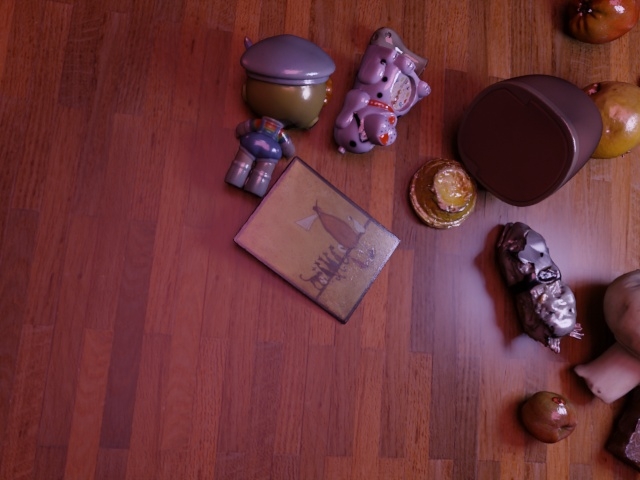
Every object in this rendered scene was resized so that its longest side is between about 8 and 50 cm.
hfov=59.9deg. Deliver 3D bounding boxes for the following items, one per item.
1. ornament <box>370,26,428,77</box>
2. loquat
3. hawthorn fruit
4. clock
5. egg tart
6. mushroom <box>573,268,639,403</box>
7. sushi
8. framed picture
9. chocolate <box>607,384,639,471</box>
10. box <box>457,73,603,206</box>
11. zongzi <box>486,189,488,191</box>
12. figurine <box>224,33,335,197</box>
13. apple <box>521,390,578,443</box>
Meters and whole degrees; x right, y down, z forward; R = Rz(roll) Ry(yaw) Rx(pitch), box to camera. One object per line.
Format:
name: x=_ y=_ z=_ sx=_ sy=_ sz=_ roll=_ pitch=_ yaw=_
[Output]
ornament: x=0.197 y=-0.480 z=1.424 sx=0.156 sy=0.081 sz=0.074 roll=32 pitch=43 yaw=-9
loquat: x=0.753 y=-0.314 z=1.450 sx=0.208 sy=0.208 sz=0.207 roll=2 pitch=82 yaw=-11
hawthorn fruit: x=0.774 y=-0.624 z=1.511 sx=0.189 sy=0.189 sz=0.189 roll=2 pitch=82 yaw=-11
clock: x=0.125 y=-0.317 z=1.345 sx=0.189 sy=0.189 sz=0.253 roll=32 pitch=83 yaw=-6
egg tart: x=0.317 y=-0.124 z=1.397 sx=0.191 sy=0.074 sz=0.191 roll=2 pitch=79 yaw=-11
mushroom: x=0.794 y=0.251 z=1.362 sx=0.314 sy=0.314 sz=0.336 roll=41 pitch=109 yaw=-3
sushi: x=0.533 y=0.107 z=1.376 sx=0.124 sy=0.130 sz=0.331 roll=-20 pitch=86 yaw=-14
framed picture: x=0.000 y=0.000 z=1.317 sx=0.339 sy=0.014 sz=0.255 roll=38 pitch=76 yaw=-13
chocolate: x=0.832 y=0.475 z=1.403 sx=0.148 sy=0.093 sz=0.214 roll=35 pitch=78 yaw=-6
box: x=0.514 y=-0.257 z=1.346 sx=0.216 sy=0.301 sz=0.300 roll=-30 pitch=89 yaw=-35
zongzi: x=0.470 y=-0.162 z=1.455 sx=0.076 sy=0.040 sz=0.083 roll=9 pitch=63 yaw=-17
figurine: x=-0.090 y=-0.285 z=1.276 sx=0.225 sy=0.205 sz=0.381 roll=8 pitch=89 yaw=-4
apple: x=0.552 y=0.427 z=1.343 sx=0.126 sy=0.102 sz=0.126 roll=-13 pitch=124 yaw=-21
